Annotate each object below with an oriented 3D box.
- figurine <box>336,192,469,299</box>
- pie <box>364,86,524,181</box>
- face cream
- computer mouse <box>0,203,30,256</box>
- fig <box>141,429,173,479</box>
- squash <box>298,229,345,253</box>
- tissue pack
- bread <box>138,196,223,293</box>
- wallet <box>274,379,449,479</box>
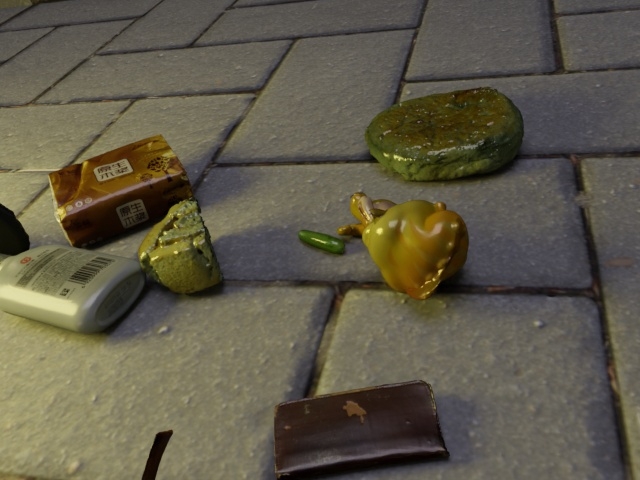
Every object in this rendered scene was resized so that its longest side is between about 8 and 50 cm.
[{"bbox_3d":[0.111,-0.006,0.844,0.156,0.131,0.246,20,10,-23],"label":"figurine"},{"bbox_3d":[0.217,-0.188,1.088,0.276,0.079,0.277,-12,35,9],"label":"pie"},{"bbox_3d":[-0.409,0.061,0.926,0.291,0.071,0.144,8,38,23],"label":"face cream"},{"bbox_3d":[-0.610,-0.009,1.020,0.269,0.138,0.086,-11,44,4],"label":"computer mouse"},{"bbox_3d":[-0.125,0.257,0.490,0.146,0.201,0.133,23,39,30],"label":"fig"},{"bbox_3d":[-0.001,0.000,0.934,0.089,0.027,0.027,16,45,35],"label":"squash"},{"bbox_3d":[-0.355,-0.089,1.096,0.226,0.092,0.183,-22,37,-17],"label":"tissue pack"},{"bbox_3d":[-0.210,0.015,0.917,0.110,0.103,0.156,-24,31,-3],"label":"bread"},{"bbox_3d":[0.039,0.201,0.657,0.176,0.026,0.095,-11,42,2],"label":"wallet"}]
